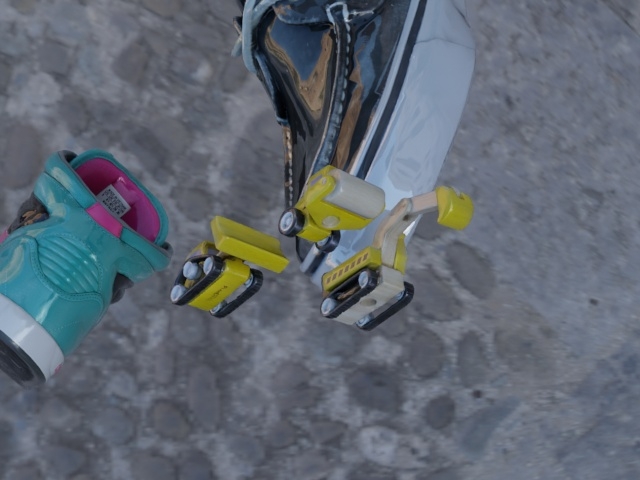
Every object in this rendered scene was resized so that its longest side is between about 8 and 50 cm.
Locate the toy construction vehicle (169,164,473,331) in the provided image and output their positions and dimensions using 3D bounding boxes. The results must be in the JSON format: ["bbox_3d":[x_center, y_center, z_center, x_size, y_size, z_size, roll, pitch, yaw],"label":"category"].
[{"bbox_3d":[0.000,0.000,0.546,0.098,0.086,0.035,-40,43,40],"label":"toy construction vehicle"}]

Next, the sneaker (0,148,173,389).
[{"bbox_3d":[-0.210,0.015,1.093,0.124,0.295,0.178,45,73,-14],"label":"sneaker"}]

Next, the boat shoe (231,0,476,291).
[{"bbox_3d":[0.007,-0.111,0.720,0.121,0.119,0.335,122,163,-44],"label":"boat shoe"}]
